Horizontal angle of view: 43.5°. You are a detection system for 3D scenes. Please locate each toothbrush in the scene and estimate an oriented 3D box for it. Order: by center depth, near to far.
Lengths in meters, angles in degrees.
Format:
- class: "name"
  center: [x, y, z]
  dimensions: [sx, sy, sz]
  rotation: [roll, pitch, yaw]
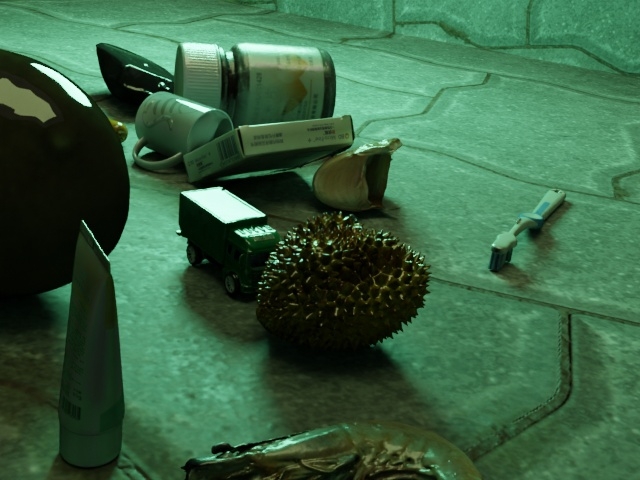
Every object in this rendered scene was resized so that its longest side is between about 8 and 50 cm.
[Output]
- class: "toothbrush"
  center: [0.308, -0.033, 1.168]
  dimensions: [0.040, 0.040, 0.386]
  rotation: [17, 24, 23]

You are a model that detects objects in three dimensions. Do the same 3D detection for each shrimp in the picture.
- class: "shrimp"
  center: [0.015, 0.180, 0.563]
  dimensions: [0.219, 0.046, 0.152]
  rotation: [0, 21, -19]

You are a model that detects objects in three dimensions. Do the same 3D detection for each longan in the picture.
- class: "longan"
  center: [-0.320, -0.066, 0.787]
  dimensions: [0.258, 0.258, 0.258]
  rotation: [6, 23, -3]

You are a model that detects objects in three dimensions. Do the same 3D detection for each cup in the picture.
- class: "cup"
  center: [-0.227, -0.170, 1.255]
  dimensions: [0.133, 0.099, 0.136]
  rotation: [24, 27, 34]

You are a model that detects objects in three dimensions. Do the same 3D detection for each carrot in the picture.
- class: "carrot"
  center: [-0.378, -0.204, 1.373]
  dimensions: [0.037, 0.037, 0.190]
  rotation: [-9, 26, -34]

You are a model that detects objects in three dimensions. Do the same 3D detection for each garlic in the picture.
- class: "garlic"
  center: [0.062, -0.094, 1.185]
  dimensions: [0.124, 0.099, 0.174]
  rotation: [-5, 12, 24]

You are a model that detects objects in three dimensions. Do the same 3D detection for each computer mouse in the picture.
- class: "computer mouse"
  center: [-0.355, -0.309, 1.568]
  dimensions: [0.147, 0.088, 0.264]
  rotation: [12, 15, -37]

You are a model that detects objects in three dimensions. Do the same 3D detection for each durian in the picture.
- class: "durian"
  center: [0.014, 0.043, 0.791]
  dimensions: [0.168, 0.137, 0.158]
  rotation: [-17, 10, -20]

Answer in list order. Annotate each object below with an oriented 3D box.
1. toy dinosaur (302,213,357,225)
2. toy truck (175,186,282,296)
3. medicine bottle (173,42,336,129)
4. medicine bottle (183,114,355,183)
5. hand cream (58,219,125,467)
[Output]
- class: "toy dinosaur"
  center: [0.000, 0.000, 0.984]
  dimensions: [0.055, 0.049, 0.154]
  rotation: [19, 30, 34]
- class: "toy truck"
  center: [-0.100, 0.002, 0.909]
  dimensions: [0.065, 0.079, 0.147]
  rotation: [-11, 31, -37]
- class: "medicine bottle"
  center: [-0.120, -0.271, 1.446]
  dimensions: [0.273, 0.165, 0.165]
  rotation: [-1, 24, -18]
- class: "medicine bottle"
  center: [-0.075, -0.132, 1.182]
  dimensions: [0.201, 0.052, 0.171]
  rotation: [-13, -1, -36]
- class: "hand cream"
  center: [-0.163, 0.080, 0.577]
  dimensions: [0.047, 0.174, 0.076]
  rotation: [-6, 25, -29]
